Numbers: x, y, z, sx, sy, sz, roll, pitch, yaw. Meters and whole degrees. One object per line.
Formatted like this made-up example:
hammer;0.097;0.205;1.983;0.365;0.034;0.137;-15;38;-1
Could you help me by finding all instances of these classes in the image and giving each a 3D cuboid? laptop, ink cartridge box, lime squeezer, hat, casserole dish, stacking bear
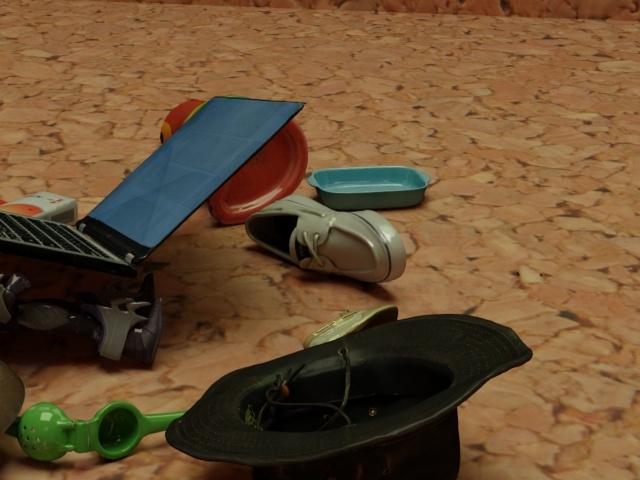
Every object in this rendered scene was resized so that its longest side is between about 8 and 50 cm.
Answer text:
laptop;-0.289;-0.104;1.521;0.407;0.236;0.382;12;2;-22
ink cartridge box;-0.452;-0.041;1.782;0.179;0.045;0.145;18;27;30
lime squeezer;-0.227;0.185;1.247;0.310;0.059;0.110;-1;-8;-3
hat;0.036;0.179;1.135;0.331;0.134;0.331;-14;9;2
casserole dish;0.073;-0.078;1.913;0.188;0.037;0.114;-4;23;-11
stacking bear;-0.151;-0.146;1.925;0.164;0.176;0.289;-12;18;-25

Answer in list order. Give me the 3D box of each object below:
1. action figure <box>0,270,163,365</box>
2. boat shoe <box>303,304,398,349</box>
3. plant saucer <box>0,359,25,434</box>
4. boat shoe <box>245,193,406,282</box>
action figure;-0.322;0.079;1.402;0.284;0.099;0.185;4;2;-17
boat shoe;0.035;0.101;1.449;0.045;0.050;0.135;25;32;35
plant saucer;-0.440;0.162;1.207;0.310;0.050;0.311;-7;20;3
boat shoe;0.000;0.000;1.642;0.088;0.096;0.267;-19;28;-33
